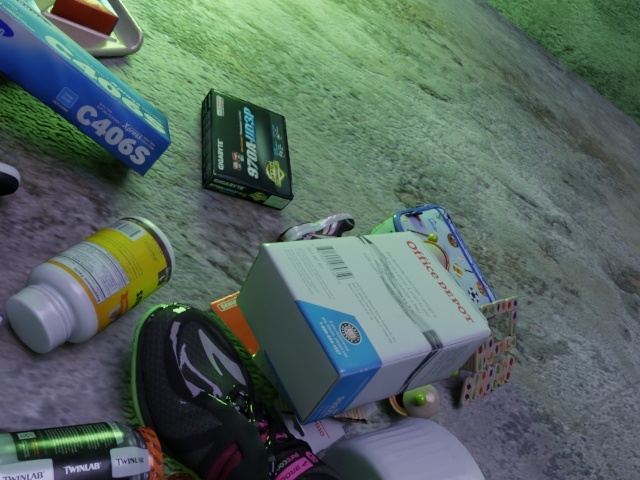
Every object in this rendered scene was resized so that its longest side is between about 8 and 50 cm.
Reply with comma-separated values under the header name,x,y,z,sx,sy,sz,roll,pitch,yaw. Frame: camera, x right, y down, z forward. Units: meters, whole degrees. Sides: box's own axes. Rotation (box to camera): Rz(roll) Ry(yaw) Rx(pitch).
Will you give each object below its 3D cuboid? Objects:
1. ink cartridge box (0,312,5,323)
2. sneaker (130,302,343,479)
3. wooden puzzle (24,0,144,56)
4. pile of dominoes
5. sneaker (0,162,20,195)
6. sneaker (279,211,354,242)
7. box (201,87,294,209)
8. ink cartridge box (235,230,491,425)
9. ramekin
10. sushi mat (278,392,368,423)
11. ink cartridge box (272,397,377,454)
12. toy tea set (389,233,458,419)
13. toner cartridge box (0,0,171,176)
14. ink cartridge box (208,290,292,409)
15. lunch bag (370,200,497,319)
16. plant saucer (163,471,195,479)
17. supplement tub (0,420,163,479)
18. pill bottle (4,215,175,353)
name,x,y,z,sx,sy,sz,roll,pitch,yaw
ink cartridge box,-0.510,0.124,0.654,0.223,0.045,0.224,34,43,-17
sneaker,-0.076,0.282,0.773,0.185,0.202,0.483,-22,78,-52
wooden puzzle,-0.522,-0.462,1.047,0.347,0.080,0.322,-28,81,-47
pile of dominoes,0.368,0.229,1.250,0.251,0.040,0.196,-5,97,-48
sneaker,-0.503,-0.042,0.766,0.216,0.079,0.121,0,64,-31
sneaker,0.000,0.000,1.177,0.178,0.072,0.077,-18,85,-38
box,-0.145,-0.180,1.183,0.175,0.051,0.220,16,52,-32
ink cartridge box,0.066,0.113,0.892,0.307,0.129,0.223,-5,48,-39
ramekin,0.100,0.393,0.817,0.135,0.277,0.277,2,59,-31
sushi mat,-0.016,0.158,1.008,0.151,0.019,0.317,12,40,-23
ink cartridge box,-0.003,0.275,0.965,0.180,0.060,0.104,-19,73,-46
toy tea set,0.169,0.150,1.097,0.124,0.199,0.336,61,12,-68
toner cartridge box,-0.389,-0.253,0.909,0.347,0.075,0.165,39,8,-30
ink cartridge box,-0.004,0.131,0.982,0.239,0.060,0.275,47,39,19
lunch bag,0.253,0.059,1.308,0.243,0.115,0.304,-9,68,-46
plant saucer,-0.185,0.350,0.790,0.083,0.013,0.084,22,49,-28
supplement tub,-0.286,0.271,0.684,0.190,0.117,0.117,5,58,-38
pill bottle,-0.309,0.059,0.819,0.117,0.117,0.215,49,42,-1
